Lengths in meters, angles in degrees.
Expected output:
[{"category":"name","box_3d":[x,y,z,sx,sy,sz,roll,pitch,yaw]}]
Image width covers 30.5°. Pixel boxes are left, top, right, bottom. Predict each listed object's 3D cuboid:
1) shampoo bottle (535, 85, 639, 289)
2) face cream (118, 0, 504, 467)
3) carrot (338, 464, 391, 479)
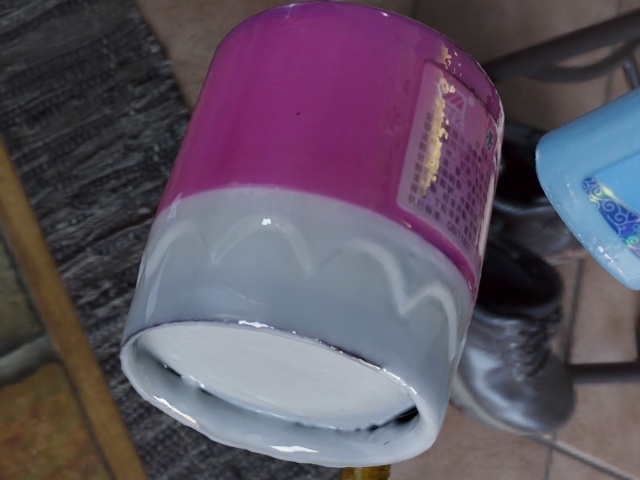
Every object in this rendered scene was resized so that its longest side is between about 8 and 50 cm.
[{"category":"shampoo bottle","box_3d":[0.233,-0.064,0.547,0.104,0.258,0.061,46,37,-19]},{"category":"face cream","box_3d":[0.000,0.000,0.623,0.175,0.175,0.195,35,54,-32]},{"category":"carrot","box_3d":[0.041,0.128,0.940,0.042,0.042,0.171,14,76,-39]}]
